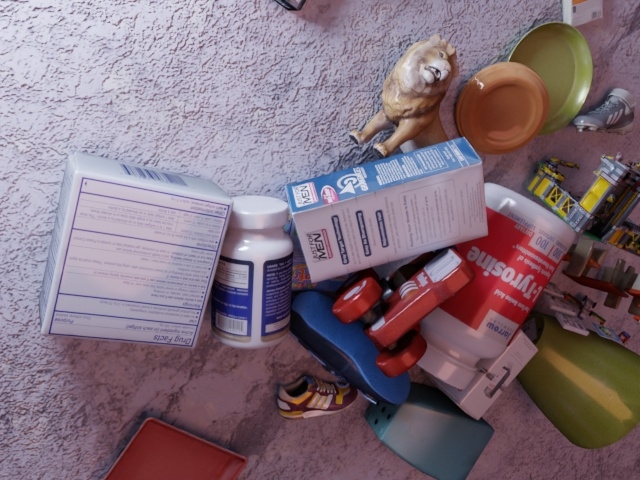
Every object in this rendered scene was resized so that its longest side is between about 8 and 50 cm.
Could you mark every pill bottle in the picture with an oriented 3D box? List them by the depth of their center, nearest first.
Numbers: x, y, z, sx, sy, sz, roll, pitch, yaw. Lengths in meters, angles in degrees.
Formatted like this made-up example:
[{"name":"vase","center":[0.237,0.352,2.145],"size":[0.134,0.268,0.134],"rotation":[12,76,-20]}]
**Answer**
[{"name":"pill bottle","center":[-0.128,0.057,1.310],"size":[0.153,0.153,0.264],"rotation":[-4,110,-23]},{"name":"pill bottle","center":[0.343,0.101,1.494],"size":[0.229,0.229,0.407],"rotation":[27,95,-29]}]

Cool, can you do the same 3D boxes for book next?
[{"name":"book","center":[0.557,-0.535,1.476],"size":[0.096,0.035,0.144],"rotation":[-21,116,-20]}]

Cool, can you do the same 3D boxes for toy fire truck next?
[{"name":"toy fire truck","center":[0.172,0.103,1.341],"size":[0.254,0.302,0.169],"rotation":[-38,95,7]}]

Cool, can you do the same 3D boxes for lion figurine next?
[{"name":"lion figurine","center":[0.211,-0.196,1.401],"size":[0.240,0.142,0.392],"rotation":[-42,134,-14]}]

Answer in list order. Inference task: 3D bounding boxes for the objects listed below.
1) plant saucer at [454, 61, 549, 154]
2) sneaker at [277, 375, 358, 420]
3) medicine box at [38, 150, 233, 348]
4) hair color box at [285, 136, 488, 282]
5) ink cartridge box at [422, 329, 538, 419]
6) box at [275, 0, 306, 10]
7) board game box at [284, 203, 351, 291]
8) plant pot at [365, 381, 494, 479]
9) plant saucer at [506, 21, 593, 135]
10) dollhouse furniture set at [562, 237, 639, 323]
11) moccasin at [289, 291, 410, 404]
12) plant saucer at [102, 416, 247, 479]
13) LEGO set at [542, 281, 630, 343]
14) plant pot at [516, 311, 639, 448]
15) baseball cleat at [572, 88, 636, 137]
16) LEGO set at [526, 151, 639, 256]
[{"name":"plant saucer","center":[0.382,-0.269,1.452],"size":[0.200,0.037,0.199],"rotation":[-2,119,-4]},{"name":"sneaker","center":[-0.003,0.332,1.513],"size":[0.186,0.069,0.083],"rotation":[-11,117,-22]},{"name":"medicine box","center":[-0.325,0.023,1.211],"size":[0.264,0.149,0.289],"rotation":[10,104,-27]},{"name":"hair color box","center":[0.125,-0.056,1.296],"size":[0.347,0.105,0.173],"rotation":[-15,127,-1]},{"name":"ink cartridge box","center":[0.365,0.278,1.607],"size":[0.218,0.158,0.092],"rotation":[-47,121,-2]},{"name":"box","center":[-0.058,-0.564,1.173],"size":[0.216,0.060,0.270],"rotation":[29,95,-29]},{"name":"board game box","center":[0.000,0.000,1.412],"size":[0.160,0.039,0.211],"rotation":[4,106,-26]},{"name":"plant pot","center":[0.235,0.428,1.609],"size":[0.234,0.166,0.165],"rotation":[28,95,-21]},{"name":"plant saucer","center":[0.482,-0.348,1.506],"size":[0.241,0.037,0.240],"rotation":[-8,111,-22]},{"name":"dollhouse furniture set","center":[0.689,0.113,1.638],"size":[0.262,0.259,0.135],"rotation":[28,86,-28]},{"name":"moccasin","center":[0.053,0.224,1.475],"size":[0.342,0.117,0.137],"rotation":[47,50,-18]},{"name":"plant saucer","center":[-0.325,0.502,1.442],"size":[0.259,0.048,0.258],"rotation":[34,92,-31]},{"name":"LEGO set","center":[0.628,0.187,1.683],"size":[0.244,0.182,0.060],"rotation":[18,120,-23]},{"name":"plant pot","center":[0.590,0.309,1.687],"size":[0.294,0.275,0.274],"rotation":[36,91,-14]},{"name":"baseball cleat","center":[0.644,-0.293,1.581],"size":[0.206,0.072,0.109],"rotation":[-3,104,-40]},{"name":"LEGO set","center":[0.650,-0.112,1.543],"size":[0.331,0.255,0.192],"rotation":[22,113,-20]}]
